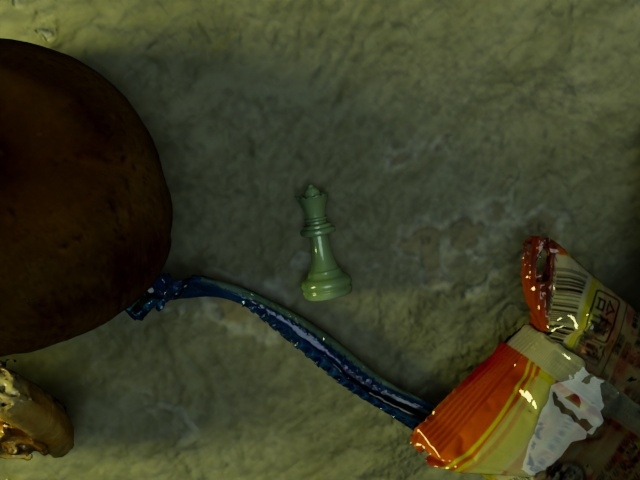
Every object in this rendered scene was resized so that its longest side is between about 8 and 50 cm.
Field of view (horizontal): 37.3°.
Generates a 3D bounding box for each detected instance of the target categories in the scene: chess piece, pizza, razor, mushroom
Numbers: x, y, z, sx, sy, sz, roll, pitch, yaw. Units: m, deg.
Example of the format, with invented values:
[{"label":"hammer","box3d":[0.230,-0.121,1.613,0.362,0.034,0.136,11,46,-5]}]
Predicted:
[{"label":"chess piece","box3d":[0.000,0.000,0.770,0.042,0.042,0.093,-8,97,-1]},{"label":"pizza","box3d":[-0.305,0.131,0.735,0.226,0.147,0.069,13,64,-9]},{"label":"razor","box3d":[-0.007,0.095,0.787,0.324,0.093,0.056,27,65,-12]},{"label":"mushroom","box3d":[-0.229,-0.020,0.665,0.268,0.254,0.267,1,66,-1]}]

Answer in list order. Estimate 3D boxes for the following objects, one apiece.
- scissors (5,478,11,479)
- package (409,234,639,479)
[{"label":"scissors","box3d":[-0.258,0.289,0.830,0.086,0.022,0.176,-7,107,2]},{"label":"package","box3d":[0.237,0.158,0.774,0.288,0.108,0.223,32,86,-7]}]
